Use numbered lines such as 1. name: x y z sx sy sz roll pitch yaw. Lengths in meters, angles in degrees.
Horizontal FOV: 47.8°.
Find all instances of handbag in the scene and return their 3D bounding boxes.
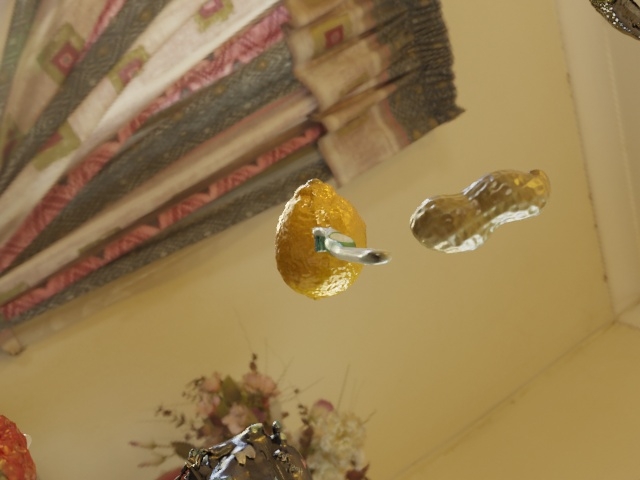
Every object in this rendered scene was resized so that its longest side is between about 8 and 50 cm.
1. handbag: -0.060 0.340 0.797 0.260 0.161 0.113 65 -32 30

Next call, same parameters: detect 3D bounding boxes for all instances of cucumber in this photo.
1. cucumber: 0.318 -0.245 0.772 0.034 0.134 0.033 13 -89 37

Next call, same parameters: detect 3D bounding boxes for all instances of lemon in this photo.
1. lemon: 0.000 0.000 1.087 0.142 0.142 0.187 18 -67 61

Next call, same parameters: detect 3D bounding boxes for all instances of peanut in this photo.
1. peanut: 0.328 -0.059 1.464 0.120 0.298 0.136 -113 178 -62

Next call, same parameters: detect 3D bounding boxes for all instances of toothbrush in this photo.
1. toothbrush: 0.020 0.003 0.677 0.030 0.030 0.304 62 -7 -6

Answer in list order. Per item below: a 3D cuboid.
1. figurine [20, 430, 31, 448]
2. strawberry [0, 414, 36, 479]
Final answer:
1. figurine: -0.489 0.295 1.071 0.129 0.054 0.072 2 -26 36
2. strawberry: -0.275 0.175 0.531 0.131 0.131 0.148 58 -19 6
